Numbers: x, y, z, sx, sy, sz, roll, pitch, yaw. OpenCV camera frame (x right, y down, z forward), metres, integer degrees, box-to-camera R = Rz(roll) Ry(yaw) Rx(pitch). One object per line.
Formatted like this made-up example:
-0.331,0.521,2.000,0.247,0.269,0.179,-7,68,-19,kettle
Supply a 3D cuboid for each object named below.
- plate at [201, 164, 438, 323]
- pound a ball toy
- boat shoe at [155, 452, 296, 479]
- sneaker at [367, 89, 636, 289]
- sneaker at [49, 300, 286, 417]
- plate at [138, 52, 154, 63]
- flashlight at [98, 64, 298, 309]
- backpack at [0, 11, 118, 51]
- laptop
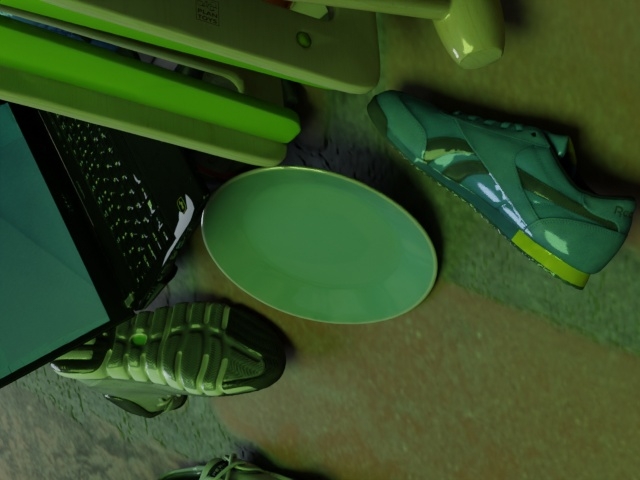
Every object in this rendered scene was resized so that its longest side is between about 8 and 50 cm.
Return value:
0.000,0.000,1.205,0.188,0.024,0.188,10,142,8,plate
-0.065,-0.168,1.008,0.208,0.319,0.135,-35,52,46,pound a ball toy
-0.088,0.246,1.469,0.227,0.079,0.081,-15,113,50,boat shoe
0.126,-0.056,1.068,0.209,0.069,0.082,39,107,25,sneaker
-0.124,0.117,1.421,0.229,0.086,0.132,4,153,21,sneaker
-0.220,-0.261,1.228,0.278,0.045,0.277,47,139,3,plate
-0.126,-0.035,1.262,0.103,0.103,0.304,22,138,-19,flashlight
-0.199,-0.177,1.112,0.101,0.120,0.098,-49,64,20,backpack
-0.229,-0.045,1.205,0.234,0.137,0.264,61,143,20,laptop
